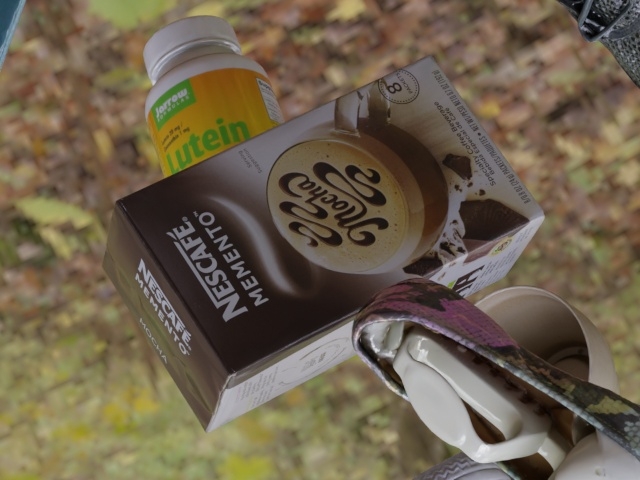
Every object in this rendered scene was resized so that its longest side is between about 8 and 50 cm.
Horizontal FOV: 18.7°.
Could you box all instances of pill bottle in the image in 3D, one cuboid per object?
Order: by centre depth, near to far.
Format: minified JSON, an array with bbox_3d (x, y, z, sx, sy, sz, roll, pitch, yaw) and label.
[{"bbox_3d":[-0.103,-0.105,2.000,0.136,0.246,0.136,-16,154,-8],"label":"pill bottle"}]

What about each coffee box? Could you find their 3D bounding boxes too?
[{"bbox_3d":[0.000,0.000,1.516,0.297,0.168,0.119,-27,162,-24],"label":"coffee box"}]

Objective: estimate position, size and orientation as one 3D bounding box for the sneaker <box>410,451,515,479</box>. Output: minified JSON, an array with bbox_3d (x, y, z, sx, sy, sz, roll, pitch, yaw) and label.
[{"bbox_3d":[0.144,0.248,1.508,0.101,0.153,0.268,-31,163,10],"label":"sneaker"}]

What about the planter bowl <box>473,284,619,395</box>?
[{"bbox_3d":[0.200,0.131,1.737,0.162,0.162,0.109,-36,146,26],"label":"planter bowl"}]

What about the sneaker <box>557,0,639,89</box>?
[{"bbox_3d":[0.115,-0.137,0.934,0.130,0.227,0.087,-25,172,-36],"label":"sneaker"}]

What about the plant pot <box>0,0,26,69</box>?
[{"bbox_3d":[-0.353,-0.137,1.253,0.247,0.252,0.248,-60,173,-81],"label":"plant pot"}]

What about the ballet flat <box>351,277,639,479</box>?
[{"bbox_3d":[0.105,0.097,0.955,0.079,0.221,0.077,-32,151,-54],"label":"ballet flat"}]
